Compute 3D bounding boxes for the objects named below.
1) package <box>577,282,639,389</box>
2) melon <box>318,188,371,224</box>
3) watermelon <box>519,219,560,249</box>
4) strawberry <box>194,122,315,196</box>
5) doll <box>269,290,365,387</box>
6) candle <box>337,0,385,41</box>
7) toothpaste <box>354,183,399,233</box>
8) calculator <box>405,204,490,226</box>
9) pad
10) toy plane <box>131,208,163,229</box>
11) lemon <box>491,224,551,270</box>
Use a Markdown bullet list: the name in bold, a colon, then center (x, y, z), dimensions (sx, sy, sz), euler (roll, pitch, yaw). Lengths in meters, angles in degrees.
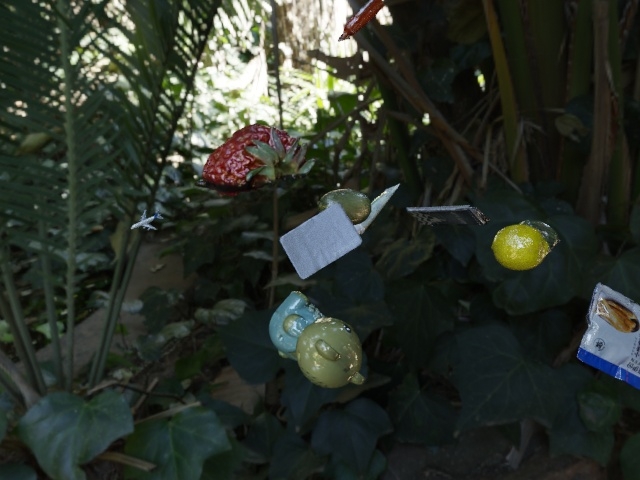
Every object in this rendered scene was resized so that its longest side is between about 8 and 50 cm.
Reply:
- **package**: center (0.613, 0.196, 1.081), dimensions (0.171, 0.173, 0.027), euler (26, -20, -6)
- **melon**: center (0.063, -0.085, 1.376), dimensions (0.162, 0.099, 0.099), euler (-3, 14, -42)
- **watermelon**: center (0.575, -0.012, 1.406), dimensions (0.110, 0.078, 0.078), euler (29, 35, 20)
- **strawberry**: center (-0.185, -0.193, 1.213), dimensions (0.233, 0.138, 0.306), euler (-28, 27, -38)
- **doll**: center (-0.007, 0.252, 1.300), dimensions (0.161, 0.177, 0.260), euler (-49, 37, -12)
- **candle**: center (0.110, -0.598, 1.456), dimensions (0.048, 0.162, 0.053), euler (52, 10, 24)
- **toothpaste**: center (0.188, -0.107, 1.900), dimensions (0.058, 0.056, 0.314), euler (23, 49, 23)
- **calculator**: center (0.457, -0.090, 1.928), dimensions (0.273, 0.028, 0.165), euler (1, -19, 39)
- **pad**: center (0.000, 0.000, 1.150), dimensions (0.157, 0.112, 0.003), euler (-32, -19, 2)
- **toy plane**: center (-0.448, -0.049, 1.372), dimensions (0.084, 0.024, 0.078), euler (-33, 60, -9)
- **lemon**: center (0.464, 0.016, 1.236), dimensions (0.132, 0.109, 0.109), euler (1, 22, 24)
